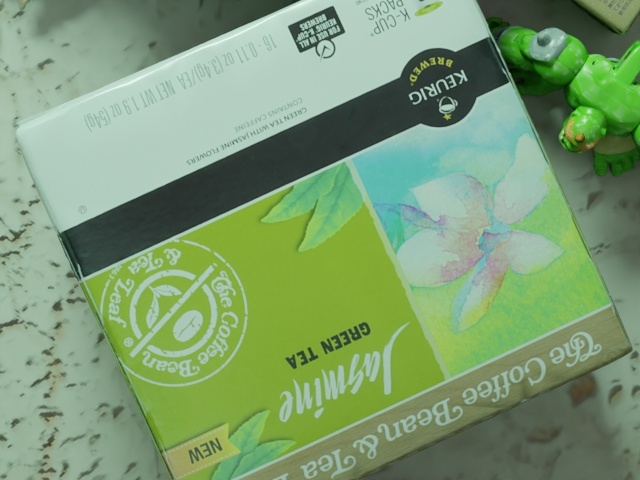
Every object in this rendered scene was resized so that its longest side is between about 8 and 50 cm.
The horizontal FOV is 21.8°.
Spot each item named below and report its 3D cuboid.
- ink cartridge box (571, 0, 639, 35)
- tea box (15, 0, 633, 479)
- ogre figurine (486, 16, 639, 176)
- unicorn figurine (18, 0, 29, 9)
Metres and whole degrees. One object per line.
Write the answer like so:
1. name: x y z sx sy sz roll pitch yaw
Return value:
1. ink cartridge box: 0.222 -0.306 1.280 0.193 0.088 0.234 36 100 0
2. tea box: 0.000 0.000 1.224 0.329 0.220 0.323 -26 91 -2
3. ogre figurine: 0.213 -0.112 1.283 0.097 0.118 0.197 -35 91 -2
4. unicorn figurine: -0.216 -0.271 1.303 0.111 0.060 0.162 -13 107 -2
